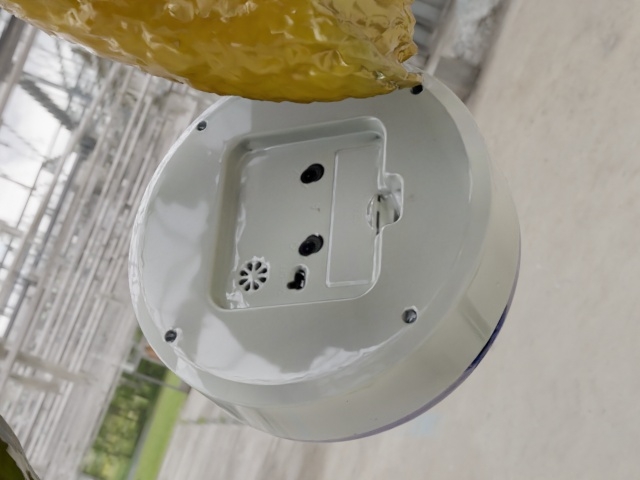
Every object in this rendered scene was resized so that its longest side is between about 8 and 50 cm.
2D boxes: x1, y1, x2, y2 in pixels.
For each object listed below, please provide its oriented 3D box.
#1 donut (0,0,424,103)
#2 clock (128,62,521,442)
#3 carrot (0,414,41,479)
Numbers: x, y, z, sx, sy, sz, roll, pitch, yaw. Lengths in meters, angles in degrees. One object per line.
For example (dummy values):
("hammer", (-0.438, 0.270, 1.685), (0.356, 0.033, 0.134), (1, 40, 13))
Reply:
("donut", (-0.080, -0.214, 0.382), (0.435, 0.377, 0.164), (110, 172, -69))
("clock", (0.000, 0.000, 0.587), (0.083, 0.230, 0.231), (51, -126, -57))
("carrot", (-0.217, 0.152, 0.377), (0.241, 0.341, 0.241), (-33, 15, 10))
